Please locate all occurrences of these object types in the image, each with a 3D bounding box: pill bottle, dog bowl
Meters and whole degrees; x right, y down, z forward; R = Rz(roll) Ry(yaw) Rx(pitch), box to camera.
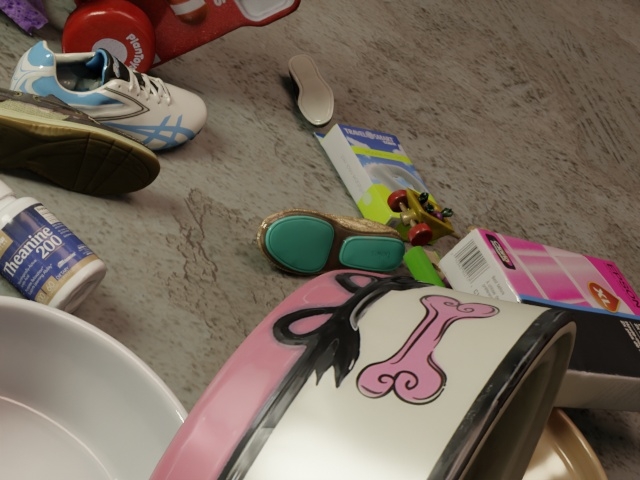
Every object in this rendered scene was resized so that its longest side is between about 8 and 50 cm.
[{"bbox_3d":[-0.245,0.006,1.085,0.120,0.067,0.067,42,30,6],"label":"pill bottle"},{"bbox_3d":[-0.209,0.168,0.870,0.265,0.104,0.265,28,32,-19],"label":"dog bowl"},{"bbox_3d":[0.003,0.198,0.796,0.150,0.408,0.408,27,27,17],"label":"dog bowl"}]

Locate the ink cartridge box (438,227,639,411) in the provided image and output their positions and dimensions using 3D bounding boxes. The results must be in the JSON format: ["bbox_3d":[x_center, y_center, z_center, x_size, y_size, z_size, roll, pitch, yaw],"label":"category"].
[{"bbox_3d":[0.286,0.095,1.355,0.371,0.069,0.175,14,40,-50],"label":"ink cartridge box"}]

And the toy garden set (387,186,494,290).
[{"bbox_3d":[0.191,0.035,1.425,0.244,0.049,0.204,18,33,-41],"label":"toy garden set"}]

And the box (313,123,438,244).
[{"bbox_3d":[0.074,-0.076,1.567,0.109,0.042,0.178,7,43,-43],"label":"box"}]

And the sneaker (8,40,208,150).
[{"bbox_3d":[-0.205,-0.151,1.322,0.237,0.086,0.085,5,46,-44],"label":"sneaker"}]

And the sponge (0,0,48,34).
[{"bbox_3d":[-0.369,-0.318,1.341,0.210,0.031,0.117,44,18,-45],"label":"sponge"}]

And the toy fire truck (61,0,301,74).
[{"bbox_3d":[-0.189,-0.325,1.360,0.302,0.254,0.169,57,16,-36],"label":"toy fire truck"}]

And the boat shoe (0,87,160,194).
[{"bbox_3d":[-0.257,-0.103,1.209,0.224,0.080,0.073,11,45,-31],"label":"boat shoe"}]

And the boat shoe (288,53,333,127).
[{"bbox_3d":[-0.012,-0.182,1.620,0.046,0.038,0.125,-20,51,-6],"label":"boat shoe"}]

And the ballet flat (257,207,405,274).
[{"bbox_3d":[0.000,0.000,1.378,0.206,0.073,0.067,12,13,-42],"label":"ballet flat"}]

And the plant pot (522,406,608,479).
[{"bbox_3d":[0.145,0.222,1.173,0.237,0.110,0.237,28,31,-18],"label":"plant pot"}]
